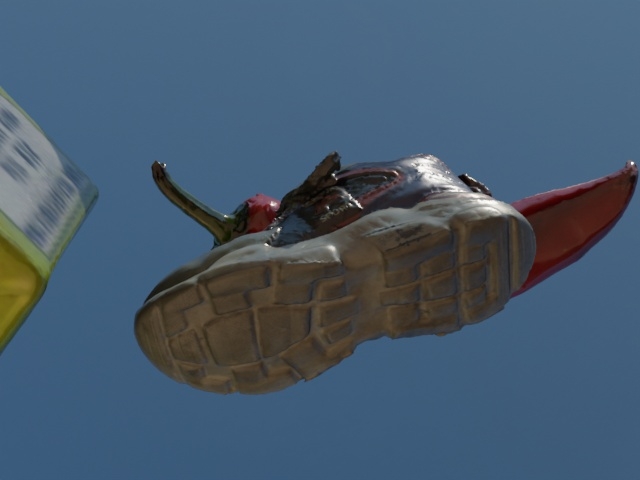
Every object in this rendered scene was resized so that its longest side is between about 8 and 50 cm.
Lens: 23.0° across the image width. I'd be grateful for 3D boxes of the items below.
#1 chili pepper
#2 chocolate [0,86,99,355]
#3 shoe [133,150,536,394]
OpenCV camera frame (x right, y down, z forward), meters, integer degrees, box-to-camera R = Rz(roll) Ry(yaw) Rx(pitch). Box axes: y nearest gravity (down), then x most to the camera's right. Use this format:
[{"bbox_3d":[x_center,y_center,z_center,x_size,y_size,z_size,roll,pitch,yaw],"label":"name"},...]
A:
[{"bbox_3d":[0.054,0.000,1.211,0.368,0.092,0.137,-1,-71,-9],"label":"chili pepper"},{"bbox_3d":[-0.250,0.055,0.850,0.137,0.301,0.289,34,-82,-9],"label":"chocolate"},{"bbox_3d":[0.000,0.000,0.893,0.227,0.099,0.125,-14,-133,-4],"label":"shoe"}]
